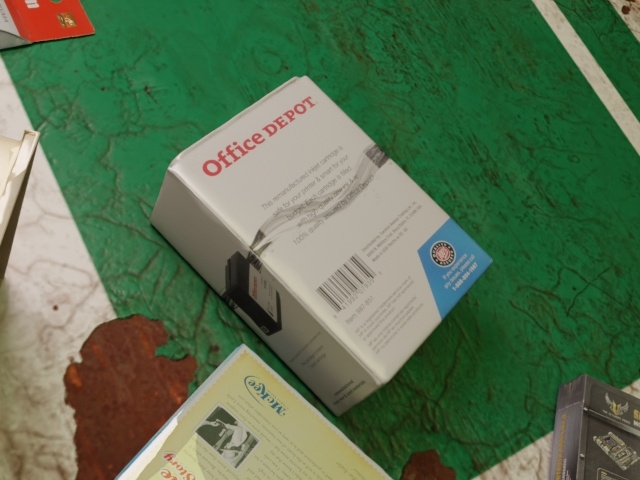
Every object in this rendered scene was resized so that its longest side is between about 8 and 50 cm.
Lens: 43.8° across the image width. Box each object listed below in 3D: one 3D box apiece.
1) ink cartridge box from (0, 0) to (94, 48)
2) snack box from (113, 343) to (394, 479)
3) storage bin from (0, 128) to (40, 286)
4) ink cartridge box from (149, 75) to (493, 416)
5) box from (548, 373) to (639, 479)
[{"bbox_3d":[-0.406,-0.309,0.927,0.232,0.066,0.189,-21,72,-27],"label":"ink cartridge box"},{"bbox_3d":[-0.021,0.275,0.764,0.322,0.060,0.187,42,54,3],"label":"snack box"},{"bbox_3d":[-0.329,0.070,0.613,0.123,0.262,0.260,18,57,-19],"label":"storage bin"},{"bbox_3d":[0.000,0.000,0.886,0.307,0.129,0.223,45,55,5],"label":"ink cartridge box"},{"bbox_3d":[0.383,0.287,0.940,0.231,0.056,0.183,24,55,-10],"label":"box"}]
